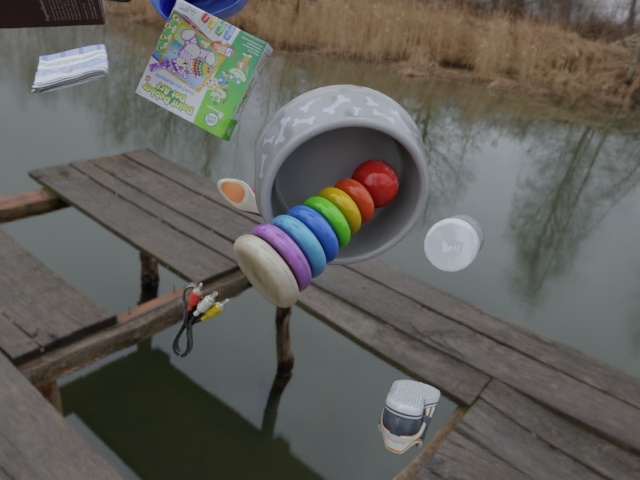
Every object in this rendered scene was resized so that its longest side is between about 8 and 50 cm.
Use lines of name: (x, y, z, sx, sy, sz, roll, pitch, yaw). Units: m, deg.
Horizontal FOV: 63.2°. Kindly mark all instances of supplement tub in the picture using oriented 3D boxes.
supplement tub: (0.184, 0.002, 0.708, 0.071, 0.071, 0.107, 17, 13, 19)

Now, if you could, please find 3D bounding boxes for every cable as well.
cable: (-0.411, 0.247, 1.625, 0.139, 0.287, 0.072, 35, 15, -7)

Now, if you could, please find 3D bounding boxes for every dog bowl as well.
dog bowl: (0.040, -0.102, 0.967, 0.348, 0.349, 0.102, 1, 35, -12)

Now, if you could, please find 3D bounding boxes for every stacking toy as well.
stacking toy: (0.014, -0.037, 0.904, 0.330, 0.141, 0.141, -40, 47, -23)

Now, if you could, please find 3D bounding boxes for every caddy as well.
caddy: (-0.390, -0.840, 1.695, 0.341, 0.241, 0.179, -22, 10, 3)

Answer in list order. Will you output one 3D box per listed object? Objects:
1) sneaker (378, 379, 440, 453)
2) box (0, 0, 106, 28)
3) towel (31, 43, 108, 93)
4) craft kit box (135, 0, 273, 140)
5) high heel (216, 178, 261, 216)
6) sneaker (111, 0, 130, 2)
sneaker: (0.218, 0.436, 1.311, 0.126, 0.128, 0.321, 12, 0, 24)
box: (-0.520, -0.515, 0.963, 0.203, 0.167, 0.169, -8, 56, -13)
towel: (-0.731, -0.513, 1.528, 0.209, 0.034, 0.285, -18, 40, -11)
craft kit box: (-0.278, -0.404, 1.238, 0.249, 0.247, 0.061, 28, 10, 6)
high heel: (-0.186, -0.117, 1.543, 0.244, 0.082, 0.117, 21, 5, 6)
sneaker: (-0.590, -0.659, 1.340, 0.234, 0.078, 0.106, 7, 43, -45)
